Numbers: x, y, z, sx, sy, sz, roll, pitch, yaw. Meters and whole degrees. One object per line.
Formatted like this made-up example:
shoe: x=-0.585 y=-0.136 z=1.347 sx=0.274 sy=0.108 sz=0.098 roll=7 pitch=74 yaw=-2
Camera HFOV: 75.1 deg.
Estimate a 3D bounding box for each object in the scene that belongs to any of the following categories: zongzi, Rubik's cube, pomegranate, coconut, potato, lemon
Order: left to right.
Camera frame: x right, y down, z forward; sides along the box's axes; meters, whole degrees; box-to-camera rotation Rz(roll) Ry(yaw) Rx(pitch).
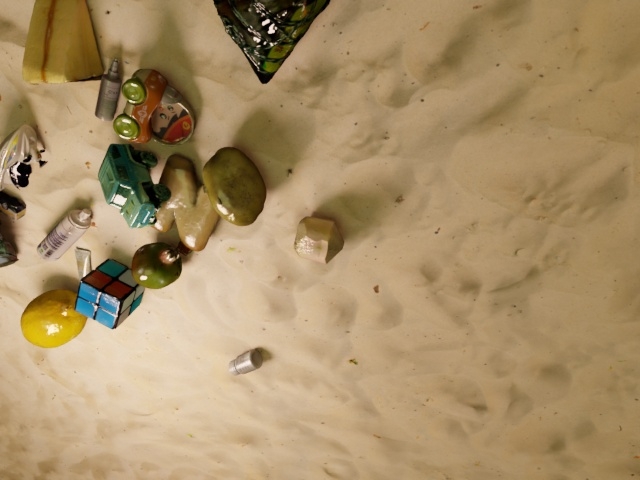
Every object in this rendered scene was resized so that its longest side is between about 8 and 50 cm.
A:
lemon: x=-1.095 y=0.322 z=1.721 sx=0.263 sy=0.236 sz=0.235 roll=-15 pitch=113 yaw=6
Rubik's cube: x=-0.811 y=0.205 z=1.621 sx=0.183 sy=0.180 sz=0.167 roll=28 pitch=119 yaw=-4
pomegranate: x=-0.574 y=0.083 z=1.496 sx=0.210 sy=0.180 sz=0.180 roll=-25 pitch=110 yaw=37
potato: x=-0.267 y=-0.165 z=1.298 sx=0.149 sy=0.197 sz=0.228 roll=-19 pitch=124 yaw=43
zongzi: x=-0.067 y=-0.621 z=1.027 sx=0.383 sy=0.362 sz=0.319 roll=4 pitch=129 yaw=56
coconut: x=0.000 y=0.000 z=1.344 sx=0.153 sy=0.147 sz=0.147 roll=15 pitch=120 yaw=9

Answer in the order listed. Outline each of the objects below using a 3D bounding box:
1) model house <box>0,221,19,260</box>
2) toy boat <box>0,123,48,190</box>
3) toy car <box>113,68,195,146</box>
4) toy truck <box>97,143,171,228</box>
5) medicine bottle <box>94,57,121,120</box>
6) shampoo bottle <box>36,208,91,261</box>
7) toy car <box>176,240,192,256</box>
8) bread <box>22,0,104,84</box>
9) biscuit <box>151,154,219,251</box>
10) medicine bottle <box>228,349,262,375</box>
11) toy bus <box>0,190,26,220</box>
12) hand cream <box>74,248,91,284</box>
model house: x=-1.375 y=-0.053 z=1.579 sx=0.360 sy=0.297 sz=0.339 roll=-21 pitch=86 yaw=65
toy boat: x=-1.050 y=-0.276 z=1.452 sx=0.269 sy=0.140 sz=0.141 roll=-35 pitch=105 yaw=24
toy car: x=-0.490 y=-0.390 z=1.274 sx=0.235 sy=0.145 sz=0.235 roll=-4 pitch=126 yaw=-5
toy truck: x=-0.604 y=-0.176 z=1.342 sx=0.155 sy=0.156 sz=0.278 roll=-47 pitch=59 yaw=31
medicine bottle: x=-0.656 y=-0.472 z=1.298 sx=0.058 sy=0.057 sz=0.199 roll=29 pitch=119 yaw=-3
shampoo bottle: x=-0.963 y=-0.030 z=1.583 sx=0.303 sy=0.092 sz=0.092 roll=-34 pitch=105 yaw=25
toy car: x=-0.477 y=0.000 z=1.517 sx=0.059 sy=0.035 sz=0.122 roll=38 pitch=121 yaw=-4
bread: x=-0.773 y=-0.592 z=1.201 sx=0.168 sy=0.163 sz=0.264 roll=4 pitch=117 yaw=12
biscuit: x=-0.457 y=-0.121 z=1.420 sx=0.237 sy=0.062 sz=0.290 roll=31 pitch=114 yaw=-2
medicine bottle: x=-0.310 y=0.507 z=1.719 sx=0.130 sy=0.080 sz=0.080 roll=-29 pitch=108 yaw=25
toy bus: x=-1.227 y=-0.148 z=1.603 sx=0.172 sy=0.057 sz=0.072 roll=32 pitch=129 yaw=-5
hand cream: x=-0.961 y=0.126 z=1.694 sx=0.067 sy=0.042 sz=0.194 roll=11 pitch=115 yaw=9
